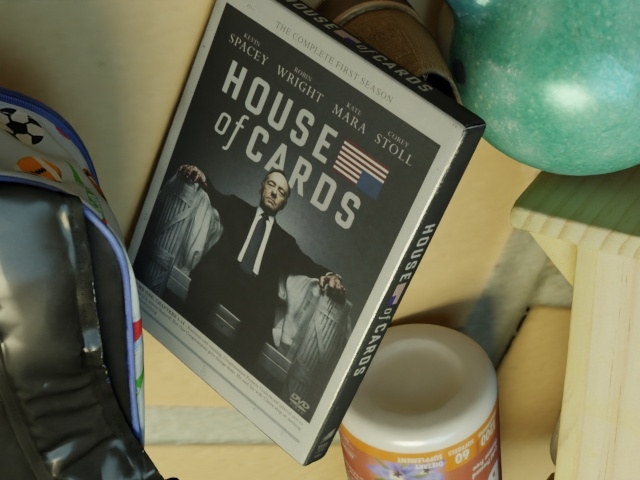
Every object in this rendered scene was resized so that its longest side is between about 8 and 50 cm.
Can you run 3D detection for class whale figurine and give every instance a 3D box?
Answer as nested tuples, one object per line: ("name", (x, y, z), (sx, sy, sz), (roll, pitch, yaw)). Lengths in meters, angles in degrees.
("whale figurine", (0.170, -0.161, 0.685), (0.216, 0.141, 0.272), (-6, 124, -20))

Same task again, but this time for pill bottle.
("pill bottle", (0.081, 0.178, 0.915), (0.121, 0.121, 0.216), (-19, 130, -10))

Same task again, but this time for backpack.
("backpack", (-0.214, 0.042, 0.622), (0.276, 0.213, 0.263), (-9, 136, -26))

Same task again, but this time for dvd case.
("dvd case", (-0.025, -0.011, 0.695), (0.029, 0.179, 0.239), (-18, 138, -52))

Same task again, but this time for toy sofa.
("toy sofa", (0.231, 0.114, 0.842), (0.150, 0.177, 0.362), (-41, 138, -48))

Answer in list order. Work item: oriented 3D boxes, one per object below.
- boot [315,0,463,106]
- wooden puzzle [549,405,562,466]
("boot", (0.000, 0.000, 0.750), (0.112, 0.115, 0.305), (3, 125, -29))
("wooden puzzle", (0.377, 0.054, 0.992), (0.348, 0.080, 0.322), (-3, 126, -17))
